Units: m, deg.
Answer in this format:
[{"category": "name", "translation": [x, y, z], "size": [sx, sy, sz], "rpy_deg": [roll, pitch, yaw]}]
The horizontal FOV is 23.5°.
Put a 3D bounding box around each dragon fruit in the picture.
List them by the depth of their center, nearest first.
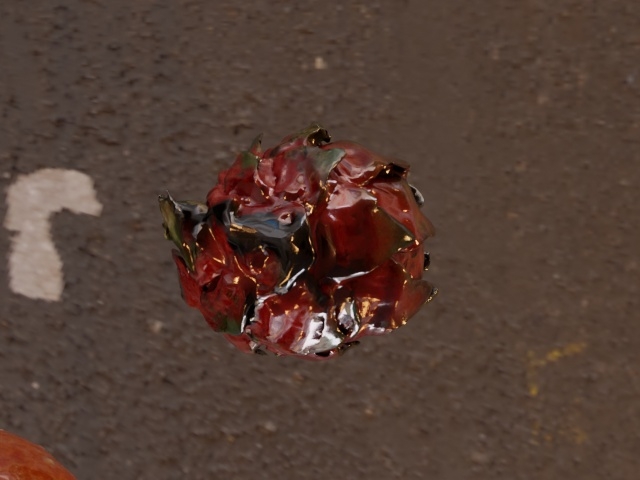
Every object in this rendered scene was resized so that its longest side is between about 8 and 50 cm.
[{"category": "dragon fruit", "translation": [-0.007, 0.004, 1.094], "size": [0.188, 0.182, 0.182], "rpy_deg": [-35, 113, -20]}]

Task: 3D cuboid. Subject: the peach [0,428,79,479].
[{"category": "peach", "translation": [-0.226, 0.242, 1.016], "size": [0.232, 0.232, 0.232], "rpy_deg": [-5, 100, -30]}]
